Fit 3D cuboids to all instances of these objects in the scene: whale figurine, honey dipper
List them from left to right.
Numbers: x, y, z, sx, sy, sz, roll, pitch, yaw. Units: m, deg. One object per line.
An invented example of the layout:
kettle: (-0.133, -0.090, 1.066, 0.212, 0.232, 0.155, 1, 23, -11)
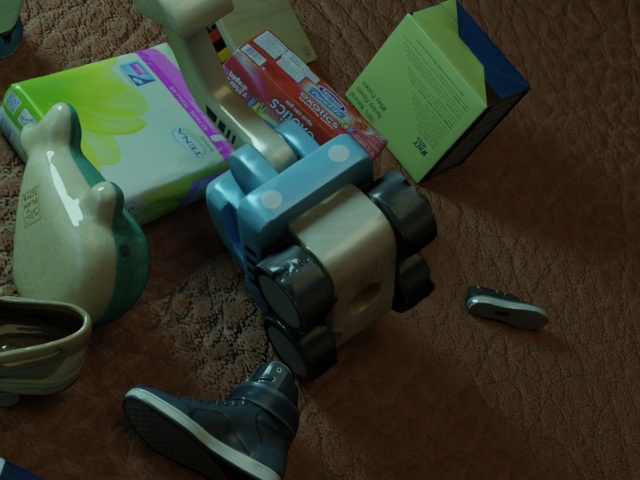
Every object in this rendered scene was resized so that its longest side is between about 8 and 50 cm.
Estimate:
honey dipper: (-0.377, 0.121, 1.570, 0.030, 0.030, 0.161, 8, 47, -30)
whale figurine: (-0.291, -0.026, 1.622, 0.141, 0.216, 0.272, 0, 72, -43)

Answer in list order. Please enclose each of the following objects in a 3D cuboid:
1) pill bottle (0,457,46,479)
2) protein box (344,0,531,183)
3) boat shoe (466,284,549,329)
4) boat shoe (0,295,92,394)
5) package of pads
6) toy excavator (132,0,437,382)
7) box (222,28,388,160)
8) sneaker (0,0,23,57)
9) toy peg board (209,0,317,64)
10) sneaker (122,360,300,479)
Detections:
pill bottle: (-0.316, 0.314, 1.357, 0.264, 0.153, 0.153, 29, 43, -11)
protein box: (0.187, -0.241, 2.147, 0.136, 0.201, 0.200, -25, 72, -45)
boat shoe: (0.289, 0.100, 2.049, 0.142, 0.049, 0.040, 15, 47, -22)
boat shoe: (-0.425, 0.100, 1.467, 0.341, 0.110, 0.122, 1, 54, -22)
package of pads: (-0.259, -0.135, 1.815, 0.296, 0.101, 0.229, -25, 71, -45)
toy excavator: (-0.075, -0.098, 1.719, 0.222, 0.433, 0.445, -36, 64, -18)
box: (-0.042, -0.173, 1.962, 0.257, 0.122, 0.128, 43, 29, -2)
sneaker: (-0.515, -0.340, 1.743, 0.315, 0.182, 0.127, -6, 58, -39)
toy peg board: (-0.113, -0.325, 2.113, 0.161, 0.079, 0.161, -26, 88, -45)
sneaker: (-0.124, 0.199, 1.628, 0.226, 0.086, 0.163, 36, 52, -19)
